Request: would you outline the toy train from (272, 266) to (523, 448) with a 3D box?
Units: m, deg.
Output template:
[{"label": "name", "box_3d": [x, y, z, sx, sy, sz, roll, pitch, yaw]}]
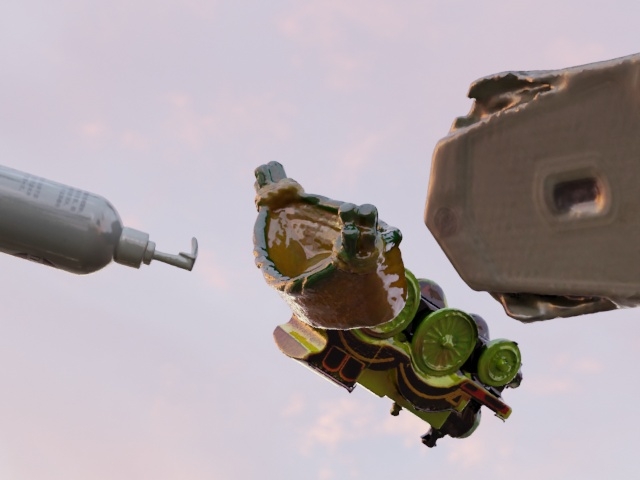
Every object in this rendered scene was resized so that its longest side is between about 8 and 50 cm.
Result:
[{"label": "toy train", "box_3d": [0.095, 0.119, 1.313, 0.296, 0.160, 0.100, 33, 0, -30]}]

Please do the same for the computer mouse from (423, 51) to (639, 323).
[{"label": "computer mouse", "box_3d": [0.272, -0.052, 1.051, 0.146, 0.228, 0.429, -12, 4, -40]}]

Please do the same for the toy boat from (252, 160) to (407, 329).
[{"label": "toy boat", "box_3d": [0.000, 0.000, 0.797, 0.088, 0.089, 0.229, 70, -13, -14]}]

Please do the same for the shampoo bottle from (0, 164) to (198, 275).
[{"label": "shampoo bottle", "box_3d": [-0.173, -0.012, 0.771, 0.195, 0.056, 0.056, 17, -25, -9]}]
